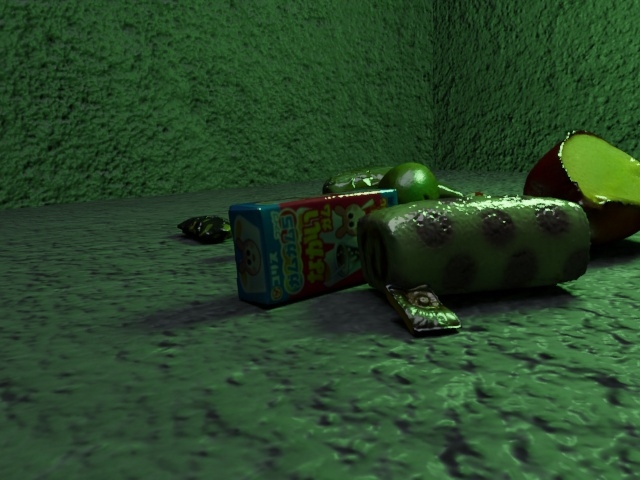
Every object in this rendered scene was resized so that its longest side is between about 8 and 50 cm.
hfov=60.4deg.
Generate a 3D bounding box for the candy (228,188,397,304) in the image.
[{"bbox_3d":[0.001,0.000,0.950,0.306,0.157,0.100,-10,9,-37],"label":"candy"}]

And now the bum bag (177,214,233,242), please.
[{"bbox_3d":[-0.304,-0.035,1.477,0.107,0.060,0.233,-19,16,-30],"label":"bum bag"}]

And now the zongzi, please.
[{"bbox_3d":[0.215,-0.132,1.678,0.361,0.159,0.323,17,27,42],"label":"zongzi"}]

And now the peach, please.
[{"bbox_3d":[0.569,-0.081,1.195,0.258,0.201,0.362,41,42,14],"label":"peach"}]

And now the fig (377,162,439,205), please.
[{"bbox_3d":[0.233,-0.118,1.508,0.181,0.180,0.191,3,18,27],"label":"fig"}]

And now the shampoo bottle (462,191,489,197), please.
[{"bbox_3d":[0.362,-0.048,1.281,0.105,0.104,0.278,1,11,16],"label":"shampoo bottle"}]

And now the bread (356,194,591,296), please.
[{"bbox_3d":[0.240,0.005,0.893,0.339,0.155,0.187,-5,7,-13],"label":"bread"}]

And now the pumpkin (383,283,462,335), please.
[{"bbox_3d":[0.135,0.097,0.747,0.073,0.035,0.101,1,33,-20],"label":"pumpkin"}]
